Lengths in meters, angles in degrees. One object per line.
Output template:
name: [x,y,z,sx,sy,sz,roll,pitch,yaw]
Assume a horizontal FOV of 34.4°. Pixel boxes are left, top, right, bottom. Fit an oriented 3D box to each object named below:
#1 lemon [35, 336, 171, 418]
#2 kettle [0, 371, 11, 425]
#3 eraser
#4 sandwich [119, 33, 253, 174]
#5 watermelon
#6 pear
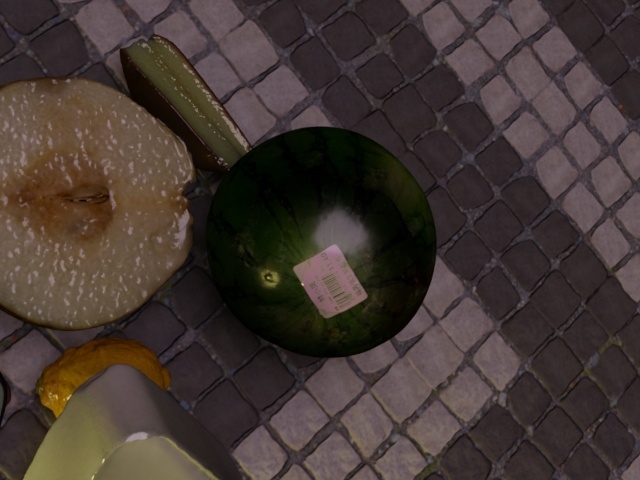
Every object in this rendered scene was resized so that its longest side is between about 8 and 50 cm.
lemon: [-0.299,0.205,1.435,0.187,0.142,0.142,2,79,-19]
kettle: [-0.528,0.250,1.340,0.240,0.165,0.255,41,61,-41]
eraser: [-0.229,0.341,1.384,0.331,0.150,0.331,-16,130,-19]
sandwich: [-0.206,-0.194,1.582,0.094,0.096,0.258,-39,93,-30]
watermelon: [0.000,0.000,1.485,0.363,0.363,0.364,4,78,-21]
pear: [-0.378,-0.044,1.422,0.386,0.191,0.341,4,82,-34]
